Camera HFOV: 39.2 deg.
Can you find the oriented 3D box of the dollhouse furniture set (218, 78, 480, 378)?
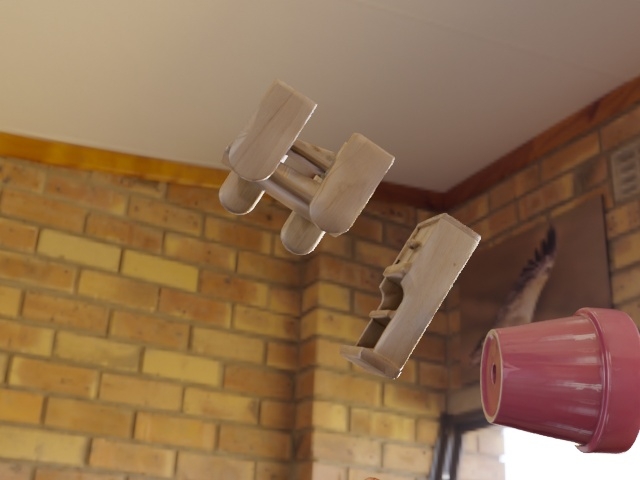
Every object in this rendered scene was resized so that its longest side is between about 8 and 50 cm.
[{"bbox_3d":[0.000,0.000,1.394,0.394,0.256,0.362,33,-10,-5],"label":"dollhouse furniture set"}]

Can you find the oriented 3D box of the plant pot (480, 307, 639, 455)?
[{"bbox_3d":[0.320,0.190,1.229,0.180,0.201,0.201,2,-24,-3],"label":"plant pot"}]

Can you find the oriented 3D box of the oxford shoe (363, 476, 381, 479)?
[{"bbox_3d":[0.120,0.348,0.707,0.364,0.133,0.130,32,-28,41],"label":"oxford shoe"}]
